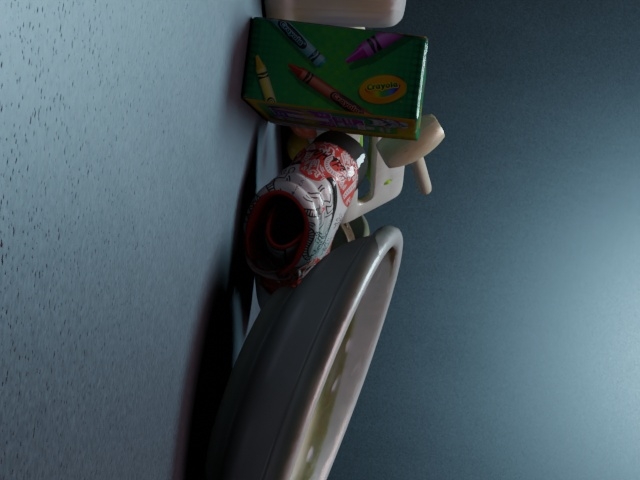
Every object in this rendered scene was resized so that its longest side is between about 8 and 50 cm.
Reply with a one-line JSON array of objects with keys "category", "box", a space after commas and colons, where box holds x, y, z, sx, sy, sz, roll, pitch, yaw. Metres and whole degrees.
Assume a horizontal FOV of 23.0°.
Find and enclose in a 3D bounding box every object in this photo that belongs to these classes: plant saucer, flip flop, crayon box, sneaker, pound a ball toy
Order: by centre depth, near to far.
[{"category": "crayon box", "box": [0.022, -0.157, 1.580, 0.278, 0.165, 0.081, 12, 86, -87]}, {"category": "plant saucer", "box": [-0.030, 0.160, 1.581, 0.400, 0.100, 0.400, 21, 90, -81]}, {"category": "sneaker", "box": [-0.042, 0.017, 1.673, 0.145, 0.090, 0.270, -45, 162, -49]}, {"category": "pound a ball toy", "box": [0.039, -0.112, 1.926, 0.208, 0.135, 0.319, 60, -11, 20]}, {"category": "flip flop", "box": [0.000, 0.000, 2.208, 0.277, 0.112, 0.080, -65, 148, -61]}]

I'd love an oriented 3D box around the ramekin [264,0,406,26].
[{"category": "ramekin", "box": [0.030, -0.343, 1.574, 0.277, 0.135, 0.277, 8, 90, -87]}]
